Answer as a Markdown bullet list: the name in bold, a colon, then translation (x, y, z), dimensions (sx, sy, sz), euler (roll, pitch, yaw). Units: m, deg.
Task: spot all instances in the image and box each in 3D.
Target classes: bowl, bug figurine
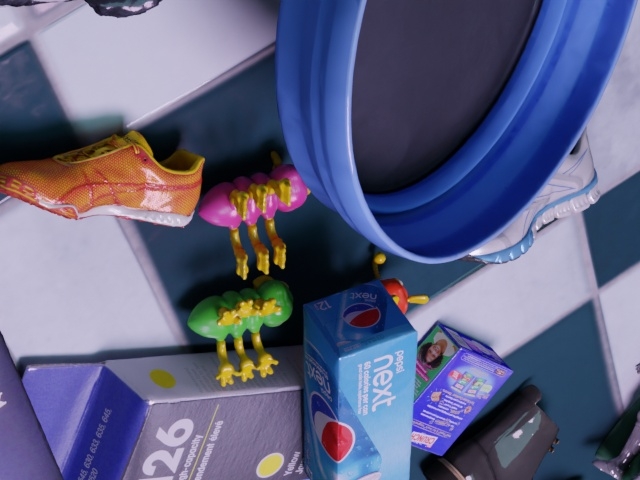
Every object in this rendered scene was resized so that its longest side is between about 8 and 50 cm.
- **bowl**: translation (0.107, -0.178, 1.390), dimensions (0.391, 0.077, 0.391), euler (-36, 138, -41)
- **bug figurine**: translation (0.000, 0.000, 1.572), dimensions (0.216, 0.072, 0.279), euler (-14, 136, -23)

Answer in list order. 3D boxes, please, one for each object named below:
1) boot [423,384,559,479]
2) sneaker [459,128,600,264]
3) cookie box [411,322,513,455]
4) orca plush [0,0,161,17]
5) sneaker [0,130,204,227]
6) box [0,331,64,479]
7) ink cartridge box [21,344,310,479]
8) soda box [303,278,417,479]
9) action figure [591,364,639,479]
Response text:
- **boot**: translation (0.197, 0.239, 1.949), dimensions (0.137, 0.077, 0.198), euler (-43, 142, -6)
- **sneaker**: translation (0.164, -0.046, 1.656), dimensions (0.191, 0.071, 0.083), euler (-35, 132, -41)
- **cookie box**: translation (0.108, 0.137, 1.805), dimensions (0.107, 0.040, 0.092), euler (-51, 139, 12)
- **orca plush**: translation (-0.126, -0.234, 1.278), dimensions (0.287, 0.102, 0.151), euler (-44, 96, -11)
- **sneaker**: translation (-0.161, -0.049, 1.424), dimensions (0.175, 0.064, 0.067), euler (1, 106, -45)
- **box**: translation (-0.347, 0.149, 1.354), dimensions (0.296, 0.183, 0.294), euler (-29, 140, -13)
- **ink cartridge box**: translation (-0.144, 0.228, 1.672), dimensions (0.307, 0.072, 0.303), euler (-4, 129, -39)
- **soda box**: translation (0.030, 0.134, 1.616), dimensions (0.071, 0.067, 0.210), euler (-19, 137, -18)
- **action figure**: translation (0.362, 0.148, 1.973), dimensions (0.063, 0.137, 0.232), euler (27, 99, -35)
